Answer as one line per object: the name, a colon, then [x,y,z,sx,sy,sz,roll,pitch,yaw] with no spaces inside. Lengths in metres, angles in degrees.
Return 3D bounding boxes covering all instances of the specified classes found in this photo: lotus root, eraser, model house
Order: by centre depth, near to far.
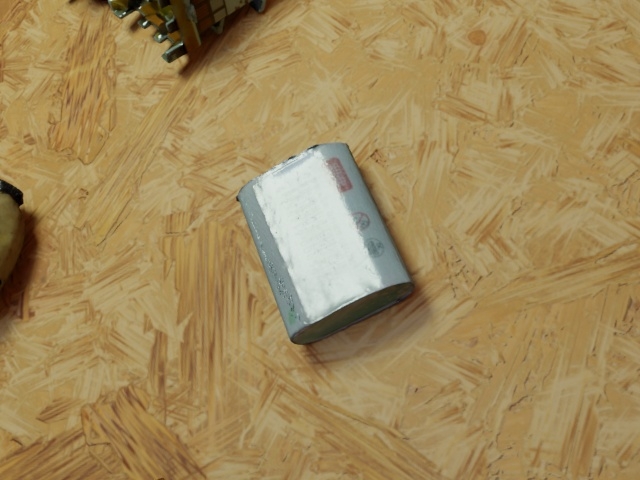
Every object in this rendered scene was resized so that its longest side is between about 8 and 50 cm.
eraser: [0.000,0.000,0.936,0.174,0.081,0.227,-27,64,9]
lotus root: [-0.527,0.028,1.056,0.154,0.140,0.257,14,63,35]
model house: [-0.221,-0.435,1.112,0.215,0.198,0.224,-39,61,-15]

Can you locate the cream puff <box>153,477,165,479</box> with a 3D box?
cream puff: [-0.207,0.430,0.743,0.350,0.229,0.350,-14,41,13]
